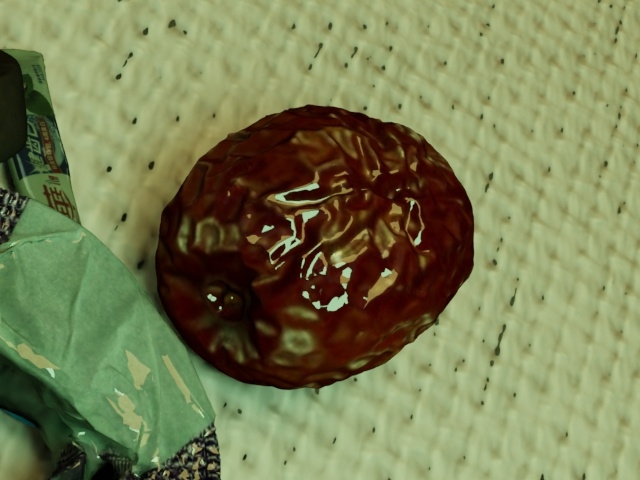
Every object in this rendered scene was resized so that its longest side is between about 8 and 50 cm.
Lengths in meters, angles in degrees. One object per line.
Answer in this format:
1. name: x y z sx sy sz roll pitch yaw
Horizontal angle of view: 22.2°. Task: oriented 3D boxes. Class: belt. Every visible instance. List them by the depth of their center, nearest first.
1. belt: -0.213 0.110 1.071 0.325 0.122 0.260 41 52 -6

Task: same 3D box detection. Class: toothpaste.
1. toothpaste: -0.211 -0.048 1.230 0.060 0.038 0.233 0 60 -38

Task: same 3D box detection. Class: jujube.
1. jujube: 0.000 0.000 1.248 0.232 0.213 0.213 -32 84 -45

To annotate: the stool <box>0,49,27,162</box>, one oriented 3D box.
1. stool: -0.262 -0.113 1.135 0.125 0.121 0.217 0 19 4
